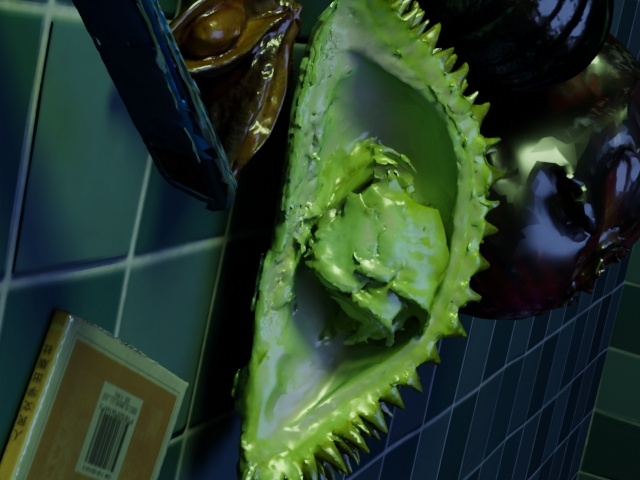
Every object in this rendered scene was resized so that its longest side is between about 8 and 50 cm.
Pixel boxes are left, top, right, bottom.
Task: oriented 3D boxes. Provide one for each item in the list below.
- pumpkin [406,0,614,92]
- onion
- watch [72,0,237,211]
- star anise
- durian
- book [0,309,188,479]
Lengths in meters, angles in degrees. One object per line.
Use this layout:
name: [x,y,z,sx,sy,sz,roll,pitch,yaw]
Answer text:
pumpkin: [0.123,-0.190,1.020,0.150,0.194,0.194,-58,176,39]
onion: [0.151,-0.053,1.159,0.281,0.221,0.280,8,79,-48]
watch: [-0.034,-0.200,0.646,0.276,0.068,0.274,-63,146,-29]
star anise: [-0.044,-0.105,0.783,0.212,0.054,0.157,91,18,-46]
durian: [0.005,0.005,0.937,0.169,0.157,0.355,4,102,-48]
book: [-0.140,0.170,0.776,0.170,0.018,0.241,50,56,-67]
